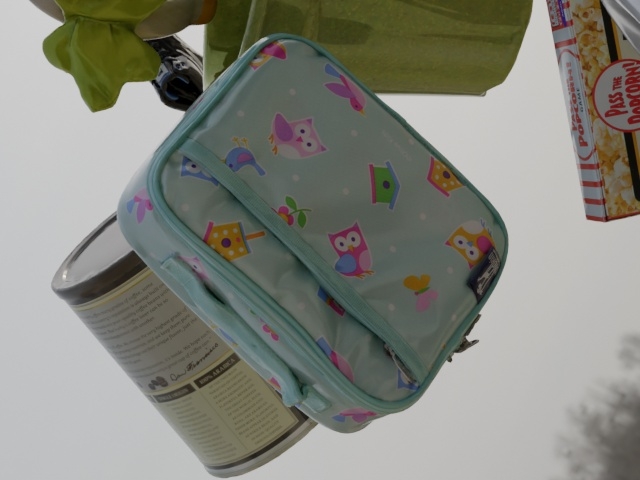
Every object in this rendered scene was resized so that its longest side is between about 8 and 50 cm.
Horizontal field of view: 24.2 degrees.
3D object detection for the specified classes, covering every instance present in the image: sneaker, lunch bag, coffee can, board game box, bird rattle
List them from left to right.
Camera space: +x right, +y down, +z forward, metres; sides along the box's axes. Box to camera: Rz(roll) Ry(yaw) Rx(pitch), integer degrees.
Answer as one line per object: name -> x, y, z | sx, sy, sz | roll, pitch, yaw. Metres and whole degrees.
bird rattle -> -0.210, -0.223, 1.312 | 0.207, 0.253, 0.143 | -16, -52, -46
sneaker -> -0.220, -0.245, 1.930 | 0.079, 0.217, 0.121 | -49, 23, 15
coffee can -> -0.128, 0.091, 1.617 | 0.202, 0.275, 0.201 | -33, 18, 12
lunch bag -> 0.000, 0.000, 1.123 | 0.224, 0.279, 0.108 | -52, 9, -35
board game box -> 0.246, -0.101, 0.906 | 0.045, 0.194, 0.146 | -150, 49, -83

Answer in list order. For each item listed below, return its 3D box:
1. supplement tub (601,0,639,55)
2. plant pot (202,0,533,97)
supplement tub -> 0.310, -0.144, 0.654 | 0.325, 0.235, 0.235 | -39, -13, 10
plant pot -> 0.045, -0.234, 1.332 | 0.276, 0.254, 0.276 | -173, 90, -76
